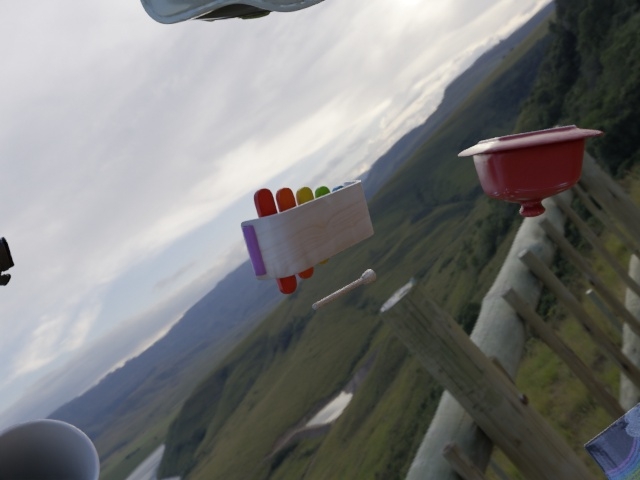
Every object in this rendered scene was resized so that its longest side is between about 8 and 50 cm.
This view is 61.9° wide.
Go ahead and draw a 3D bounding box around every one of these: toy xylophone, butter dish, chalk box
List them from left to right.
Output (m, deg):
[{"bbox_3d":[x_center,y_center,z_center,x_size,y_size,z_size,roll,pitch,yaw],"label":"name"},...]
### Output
[{"bbox_3d":[0.000,0.000,1.049,0.322,0.237,0.081,-14,7,-44],"label":"toy xylophone"},{"bbox_3d":[0.291,-0.091,0.750,0.160,0.118,0.160,-9,8,2],"label":"butter dish"},{"bbox_3d":[0.457,0.313,0.637,0.132,0.132,0.213,-46,27,13],"label":"chalk box"}]

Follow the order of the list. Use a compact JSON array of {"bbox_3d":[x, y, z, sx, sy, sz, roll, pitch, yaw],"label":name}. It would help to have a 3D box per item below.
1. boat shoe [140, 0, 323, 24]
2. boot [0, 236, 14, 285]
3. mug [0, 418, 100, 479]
[{"bbox_3d":[-0.090,-0.351,0.703,0.304,0.109,0.091,-2,24,19],"label":"boat shoe"},{"bbox_3d":[-0.864,0.022,1.272,0.222,0.118,0.338,-15,-21,-35],"label":"boot"},{"bbox_3d":[-0.321,0.278,0.549,0.113,0.150,0.169,-104,35,-48],"label":"mug"}]
